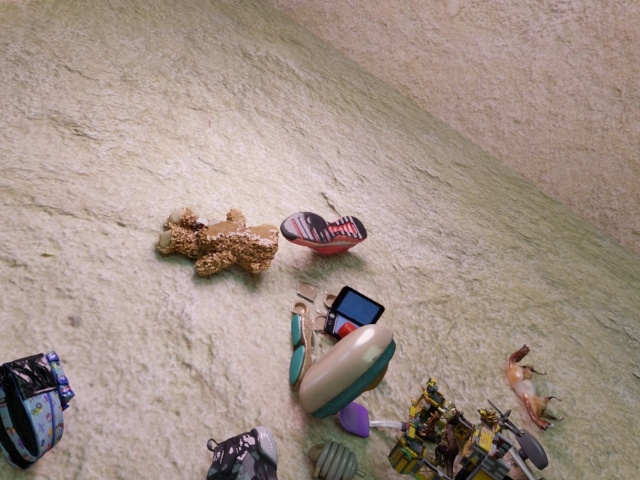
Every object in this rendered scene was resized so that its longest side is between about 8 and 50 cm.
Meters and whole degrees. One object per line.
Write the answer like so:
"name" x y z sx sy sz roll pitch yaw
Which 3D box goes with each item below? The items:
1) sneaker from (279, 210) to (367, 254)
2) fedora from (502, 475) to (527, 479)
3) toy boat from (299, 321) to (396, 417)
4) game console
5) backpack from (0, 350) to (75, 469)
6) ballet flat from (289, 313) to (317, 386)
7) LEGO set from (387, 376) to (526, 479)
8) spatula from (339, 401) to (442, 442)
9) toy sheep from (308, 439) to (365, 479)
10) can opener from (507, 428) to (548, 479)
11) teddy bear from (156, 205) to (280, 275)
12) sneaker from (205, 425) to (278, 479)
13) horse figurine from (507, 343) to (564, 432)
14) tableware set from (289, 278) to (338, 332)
"sneaker" 0.001 0.001 1.455 0.313 0.136 0.116 3 52 -38
"fedora" 0.444 0.656 1.025 0.333 0.153 0.334 15 43 -14
"toy boat" 0.088 0.299 1.142 0.148 0.267 0.318 48 13 2
"game console" 0.096 0.219 1.315 0.144 0.085 0.124 30 40 -11
"backpack" -0.523 0.310 0.853 0.173 0.158 0.117 58 29 12
"ballet flat" -0.039 0.281 1.210 0.067 0.073 0.206 26 43 -25
"LEGO set" 0.320 0.432 1.087 0.255 0.192 0.331 37 24 23
"spatula" 0.176 0.460 1.170 0.296 0.030 0.084 18 39 -13
"toy sheep" 0.034 0.486 1.027 0.132 0.091 0.091 24 41 4
"can opener" 0.565 0.617 1.175 0.280 0.093 0.074 58 18 25
"teddy bear" -0.289 0.004 1.340 0.337 0.113 0.245 1 40 -18
"sneaker" -0.146 0.498 0.908 0.153 0.101 0.269 2 41 -26
"horse figurine" 0.633 0.441 1.413 0.174 0.066 0.263 7 47 -31
"tableware set" -0.014 0.184 1.354 0.141 0.020 0.169 25 41 -4
